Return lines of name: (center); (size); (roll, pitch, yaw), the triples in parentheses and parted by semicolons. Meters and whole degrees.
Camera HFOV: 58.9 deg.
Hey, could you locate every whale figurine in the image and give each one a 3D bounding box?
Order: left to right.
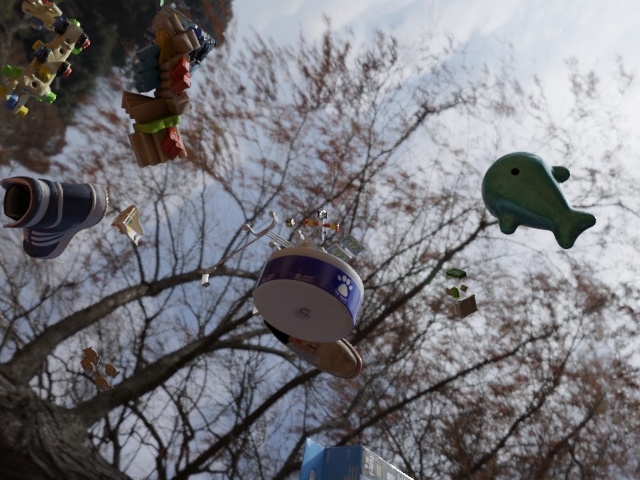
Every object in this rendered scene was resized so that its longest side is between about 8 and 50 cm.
whale figurine: (0.499, -0.101, 1.318); (0.216, 0.141, 0.272); (-43, -124, 2)

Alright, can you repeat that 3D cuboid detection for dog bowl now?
dog bowl: (-0.030, 0.141, 1.418); (0.265, 0.265, 0.104); (-7, -136, 30)

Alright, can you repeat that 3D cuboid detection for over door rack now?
over door rack: (-0.175, 0.066, 1.733); (0.324, 0.239, 0.108); (-39, -143, 21)

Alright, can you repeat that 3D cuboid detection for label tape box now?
label tape box: (0.098, 0.669, 1.445); (0.106, 0.334, 0.240); (-35, -153, 32)

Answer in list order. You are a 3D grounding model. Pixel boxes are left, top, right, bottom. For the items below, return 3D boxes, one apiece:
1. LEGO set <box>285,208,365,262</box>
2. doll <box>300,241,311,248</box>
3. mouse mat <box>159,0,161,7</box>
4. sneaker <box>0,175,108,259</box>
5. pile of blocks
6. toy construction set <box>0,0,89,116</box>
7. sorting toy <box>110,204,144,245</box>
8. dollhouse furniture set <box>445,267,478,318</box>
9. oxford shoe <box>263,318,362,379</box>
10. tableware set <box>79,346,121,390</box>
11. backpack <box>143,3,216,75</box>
LEGO set: (0.000, 0.000, 1.860); (0.182, 0.244, 0.060); (-34, -159, 34)
doll: (-0.018, 0.082, 1.466); (0.129, 0.189, 0.046); (-27, -135, 14)
mouse mat: (-0.450, -0.651, 1.596); (0.007, 0.189, 0.152); (7, -160, -15)
sneaker: (-0.530, -0.039, 1.045); (0.282, 0.153, 0.099); (-25, -107, 37)
pile of blocks: (-0.364, -0.345, 1.312); (0.149, 0.362, 0.113); (-1, -170, -43)
toy construction set: (-0.748, -0.500, 1.529); (0.215, 0.151, 0.327); (-2, -107, 43)
sorting toy: (-0.443, -0.029, 1.323); (0.045, 0.075, 0.083); (-23, -153, 18)
dollhouse furniture set: (0.442, 0.168, 1.800); (0.076, 0.151, 0.059); (-25, -161, -24)
oxford shoe: (-0.036, 0.320, 1.719); (0.348, 0.130, 0.123); (23, -86, 34)
tableware set: (-0.767, 0.443, 1.956); (0.141, 0.168, 0.020); (-44, -179, 36)
backpack: (-0.389, -0.505, 1.491); (0.158, 0.117, 0.173); (39, -80, 15)
